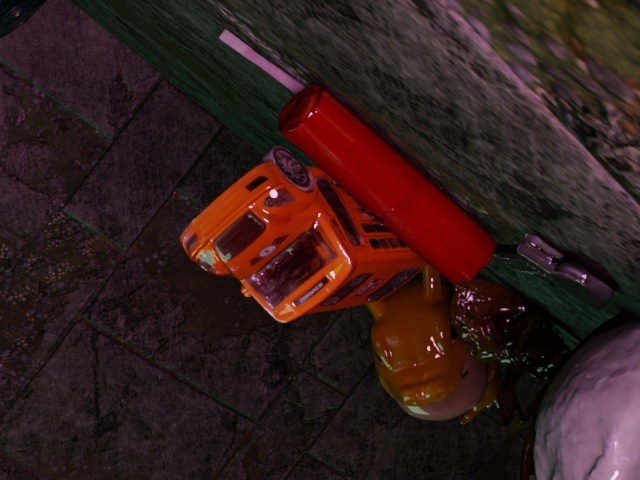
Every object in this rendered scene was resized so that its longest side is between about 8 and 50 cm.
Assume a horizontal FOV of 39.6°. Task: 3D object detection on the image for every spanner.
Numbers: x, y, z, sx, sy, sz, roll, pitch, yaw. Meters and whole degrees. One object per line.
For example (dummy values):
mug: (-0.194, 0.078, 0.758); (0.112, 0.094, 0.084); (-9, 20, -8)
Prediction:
spanner: (0.218, 0.024, 0.898); (0.093, 0.026, 0.325); (36, -179, -1)

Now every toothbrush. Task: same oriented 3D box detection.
toothbrush: (-0.030, -0.167, 0.958); (0.194, 0.014, 0.017); (37, 180, 7)

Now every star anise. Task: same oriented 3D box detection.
star anise: (0.286, 0.164, 1.328); (0.237, 0.148, 0.346); (40, -164, -19)

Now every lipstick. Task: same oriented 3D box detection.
lipstick: (0.073, -0.055, 0.935); (0.279, 0.073, 0.073); (39, 179, -26)

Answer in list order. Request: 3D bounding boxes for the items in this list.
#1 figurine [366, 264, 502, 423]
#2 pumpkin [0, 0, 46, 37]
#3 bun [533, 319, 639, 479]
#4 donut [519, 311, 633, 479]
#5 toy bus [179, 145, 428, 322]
figurine: (0.214, 0.178, 1.674); (0.401, 0.268, 0.387); (42, -175, 31)
pumpkin: (-0.379, -0.298, 0.761); (0.315, 0.238, 0.315); (42, 180, 0)
bun: (0.290, 0.217, 0.582); (0.362, 0.211, 0.362); (37, 163, 13)
donut: (0.336, 0.260, 0.815); (0.345, 0.259, 0.136); (36, 173, 24)
toy bus: (0.000, 0.000, 0.986); (0.153, 0.143, 0.329); (58, -156, 16)
